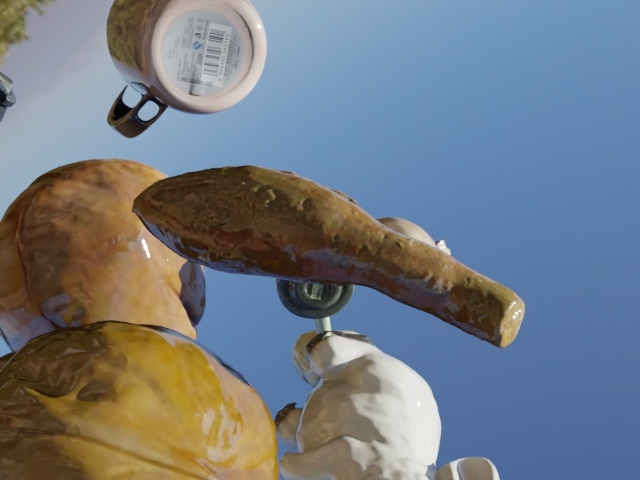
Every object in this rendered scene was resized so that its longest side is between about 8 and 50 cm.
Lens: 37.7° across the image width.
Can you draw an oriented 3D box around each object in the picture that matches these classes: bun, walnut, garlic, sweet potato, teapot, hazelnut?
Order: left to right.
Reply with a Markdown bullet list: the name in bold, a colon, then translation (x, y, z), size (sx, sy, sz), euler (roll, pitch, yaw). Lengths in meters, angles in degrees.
- **walnut**: translation (-0.208, 0.249, 0.835), size (0.398, 0.308, 0.354), euler (-22, -135, 46)
- **hazelnut**: translation (-0.335, 0.053, 1.375), size (0.372, 0.315, 0.372), euler (-23, -121, 45)
- **sweet potato**: translation (0.000, 0.000, 0.862), size (0.385, 0.109, 0.109), euler (15, -138, 16)
- **teapot**: translation (0.000, 0.057, 1.359), size (0.111, 0.149, 0.108), euler (-35, -156, 12)
- **bun**: translation (0.029, 0.249, 1.839), size (0.183, 0.183, 0.102), euler (-24, -136, 39)
- **garlic**: translation (0.130, 0.019, 1.918), size (0.128, 0.148, 0.266), euler (-29, -156, -34)

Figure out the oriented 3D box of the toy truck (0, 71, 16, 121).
- **toy truck**: translation (-0.581, -0.187, 1.416), size (0.224, 0.165, 0.147), euler (-49, -146, 16)

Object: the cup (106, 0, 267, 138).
- **cup**: translation (-0.197, -0.243, 1.267), size (0.253, 0.191, 0.200), euler (-51, -153, 1)

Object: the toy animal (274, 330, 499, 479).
- **toy animal**: translation (0.086, 0.275, 1.071), size (0.357, 0.258, 0.194), euler (-125, -138, -52)
